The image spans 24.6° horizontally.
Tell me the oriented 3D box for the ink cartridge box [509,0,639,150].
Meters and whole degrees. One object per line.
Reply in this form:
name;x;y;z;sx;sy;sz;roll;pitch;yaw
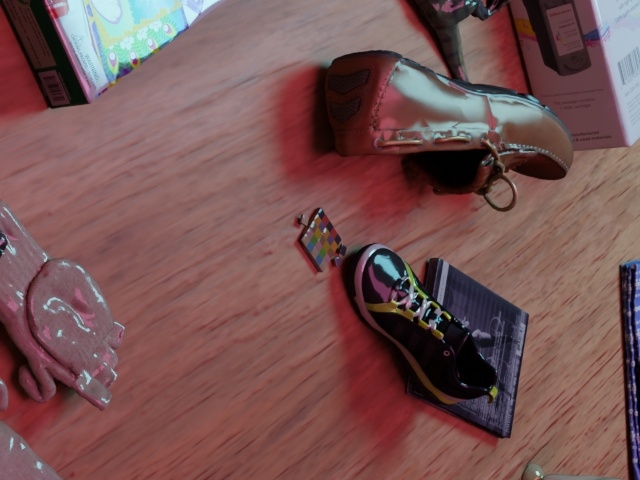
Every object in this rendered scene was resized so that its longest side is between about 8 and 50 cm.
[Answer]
ink cartridge box;0.364;-0.297;1.946;0.226;0.131;0.306;-37;115;-47

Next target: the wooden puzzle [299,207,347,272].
wooden puzzle;0.000;0.000;1.554;0.083;0.006;0.049;57;47;-33

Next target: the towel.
towel;0.524;0.191;2.200;0.243;0.040;0.336;-4;91;-53

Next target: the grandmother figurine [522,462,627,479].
grandmother figurine;0.402;0.327;1.782;0.208;0.342;0.104;-54;128;-39

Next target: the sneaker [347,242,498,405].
sneaker;0.124;0.090;1.620;0.235;0.097;0.084;52;54;-26

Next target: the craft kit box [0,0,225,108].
craft kit box;-0.194;-0.281;1.283;0.247;0.061;0.250;-49;125;-45

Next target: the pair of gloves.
pair of gloves;-0.255;0.116;1.188;0.204;0.042;0.240;45;52;-37

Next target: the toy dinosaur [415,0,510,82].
toy dinosaur;0.159;-0.286;1.738;0.118;0.064;0.268;-48;128;-26

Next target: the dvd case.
dvd case;0.181;0.134;1.773;0.221;0.018;0.165;30;65;-48

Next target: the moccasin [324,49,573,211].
moccasin;0.156;-0.107;1.656;0.380;0.139;0.147;11;80;-51
